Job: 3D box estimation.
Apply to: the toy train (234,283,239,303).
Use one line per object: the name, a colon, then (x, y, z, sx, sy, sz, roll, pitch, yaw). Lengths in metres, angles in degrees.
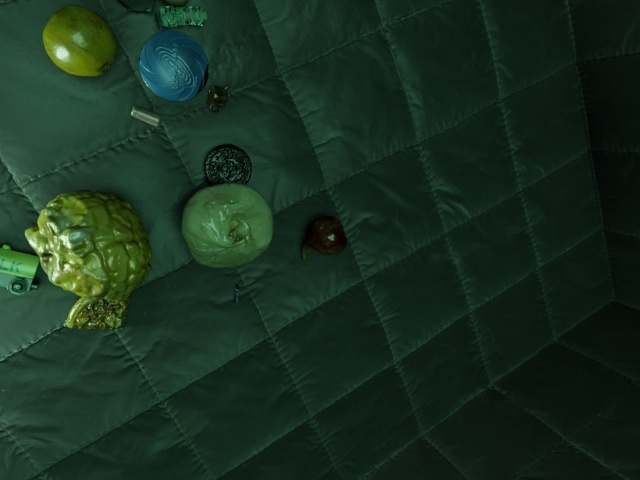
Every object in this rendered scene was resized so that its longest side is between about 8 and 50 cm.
toy train: (-0.349, 0.224, 1.983, 0.017, 0.017, 0.083, 1, 102, -25)

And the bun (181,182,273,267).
bun: (-0.349, -0.041, 1.791, 0.361, 0.213, 0.361, -10, 119, -19)

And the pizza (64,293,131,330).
pizza: (-0.799, 0.265, 1.775, 0.292, 0.058, 0.197, -30, 114, -14)

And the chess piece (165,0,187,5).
chess piece: (-0.498, -0.920, 1.570, 0.143, 0.143, 0.260, -12, 112, -20)

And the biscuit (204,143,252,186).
biscuit: (-0.355, -0.278, 1.834, 0.195, 0.053, 0.194, -6, 105, -22)

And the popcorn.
popcorn: (-0.736, 0.012, 1.582, 0.390, 0.344, 0.354, 31, 73, -38)

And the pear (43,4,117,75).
pear: (-0.749, -0.620, 1.499, 0.209, 0.209, 0.208, -6, 105, -22)

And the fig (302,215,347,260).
fig: (0.002, -0.007, 2.009, 0.207, 0.175, 0.175, -18, 111, 2)

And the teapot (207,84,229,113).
teapot: (-0.374, -0.522, 1.758, 0.068, 0.076, 0.121, 4, 129, -33)

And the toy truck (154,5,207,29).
toy truck: (-0.485, -0.775, 1.653, 0.175, 0.081, 0.067, -24, 113, -37)

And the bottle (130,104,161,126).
bottle: (-0.618, -0.441, 1.685, 0.096, 0.045, 0.045, 19, 95, -24)

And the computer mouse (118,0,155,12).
computer mouse: (-0.583, -0.838, 1.541, 0.126, 0.231, 0.071, 9, 57, -31)

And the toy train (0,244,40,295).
toy train: (-1.076, 0.089, 1.594, 0.253, 0.105, 0.157, 18, 82, -28)

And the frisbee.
frisbee: (-0.516, -0.617, 1.687, 0.242, 0.045, 0.242, -6, 107, -22)
